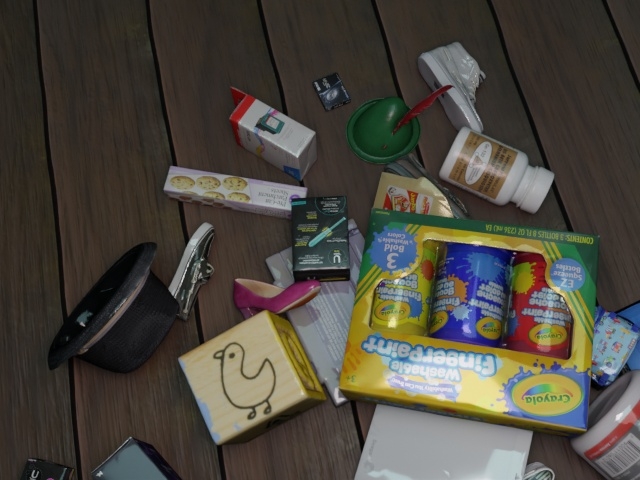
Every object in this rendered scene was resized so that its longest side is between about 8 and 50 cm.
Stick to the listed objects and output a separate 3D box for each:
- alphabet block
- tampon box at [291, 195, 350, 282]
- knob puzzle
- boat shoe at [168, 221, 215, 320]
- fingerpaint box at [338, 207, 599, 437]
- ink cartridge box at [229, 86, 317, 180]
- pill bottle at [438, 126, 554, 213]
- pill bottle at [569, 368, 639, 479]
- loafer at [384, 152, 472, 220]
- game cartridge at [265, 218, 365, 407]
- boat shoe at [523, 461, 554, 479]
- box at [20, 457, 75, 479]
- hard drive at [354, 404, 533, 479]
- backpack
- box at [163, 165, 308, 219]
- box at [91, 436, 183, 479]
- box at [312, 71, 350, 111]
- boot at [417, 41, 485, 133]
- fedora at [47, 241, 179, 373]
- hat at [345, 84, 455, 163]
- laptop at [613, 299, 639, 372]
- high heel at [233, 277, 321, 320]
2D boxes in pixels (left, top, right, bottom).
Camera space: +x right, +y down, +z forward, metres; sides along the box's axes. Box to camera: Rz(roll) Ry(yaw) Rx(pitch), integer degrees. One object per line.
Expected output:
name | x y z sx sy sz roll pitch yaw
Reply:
alphabet block | -0.128 0.272 1.393 0.197 0.193 0.192 -30 74 4
tampon box | 0.000 0.000 1.494 0.120 0.101 0.161 -2 71 1
knob puzzle | 0.208 -0.046 1.555 0.213 0.030 0.213 3 98 22
boat shoe | -0.271 0.069 1.551 0.070 0.078 0.219 21 80 9
fingerpaint box | 0.288 0.155 1.376 0.444 0.163 0.371 8 71 12
ink cartridge box | -0.124 -0.245 1.624 0.231 0.134 0.078 31 74 12
pill bottle | 0.394 -0.152 1.584 0.229 0.131 0.131 26 73 8
pill bottle | 0.678 0.436 1.333 0.363 0.210 0.210 42 76 13
loafer | 0.265 -0.103 1.593 0.084 0.096 0.267 -41 72 -20
game cartridge | 0.049 0.152 1.523 0.230 0.068 0.355 -26 72 -4
boat shoe | 0.365 0.516 1.379 0.083 0.076 0.226 42 76 14
box | -0.549 0.477 1.421 0.083 0.052 0.062 12 72 6
hard drive | 0.242 0.425 1.392 0.307 0.040 0.203 12 67 18
backpack | 0.548 0.201 1.461 0.173 0.117 0.158 35 84 20
box | -0.191 -0.107 1.614 0.324 0.063 0.067 10 72 4
box | -0.291 0.507 1.337 0.103 0.184 0.261 -43 76 -12
box | 0.027 -0.362 1.723 0.067 0.018 0.083 -22 72 -7
boot | 0.345 -0.361 1.679 0.123 0.095 0.258 -26 75 -9
fedora | -0.398 0.162 1.438 0.152 0.334 0.334 41 73 -20
hat | 0.159 -0.299 1.611 0.208 0.183 0.173 -38 74 -12
laptop | 0.761 0.199 1.452 0.136 0.264 0.234 -10 67 -42
high heel | -0.096 0.097 1.469 0.082 0.244 0.117 -14 78 -41
